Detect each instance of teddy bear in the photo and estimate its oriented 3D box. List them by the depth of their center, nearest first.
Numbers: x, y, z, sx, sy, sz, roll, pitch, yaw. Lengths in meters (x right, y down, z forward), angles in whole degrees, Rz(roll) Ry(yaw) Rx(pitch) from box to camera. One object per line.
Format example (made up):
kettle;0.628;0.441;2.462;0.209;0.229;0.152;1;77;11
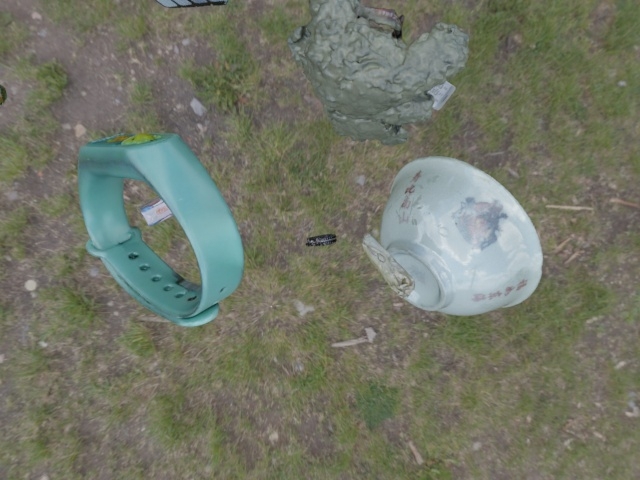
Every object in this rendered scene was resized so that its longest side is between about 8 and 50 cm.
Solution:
teddy bear;0.093;-0.350;1.135;0.357;0.367;0.225;27;77;2

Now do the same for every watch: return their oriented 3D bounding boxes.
watch;-0.175;-0.016;0.549;0.068;0.236;0.195;-32;121;-41

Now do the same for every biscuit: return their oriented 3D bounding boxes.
biscuit;0.000;0.000;1.402;0.089;0.087;0.027;-8;94;13

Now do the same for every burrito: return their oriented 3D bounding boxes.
burrito;0.135;0.053;1.069;0.041;0.055;0.149;-28;66;-29

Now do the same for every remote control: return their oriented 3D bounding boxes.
remote control;0.375;-0.606;1.991;0.312;0.055;0.109;21;120;-32

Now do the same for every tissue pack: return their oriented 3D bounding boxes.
tissue pack;-0.499;-0.102;1.640;0.115;0.155;0.065;-30;107;-14

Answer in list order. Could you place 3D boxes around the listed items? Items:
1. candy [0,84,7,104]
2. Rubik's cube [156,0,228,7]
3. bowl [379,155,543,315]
candy;-0.721;-0.377;1.127;0.061;0.203;0.061;9;45;-9
Rubik's cube;-0.220;-0.459;0.789;0.154;0.155;0.151;16;88;35
bowl;0.276;0.039;1.246;0.196;0.435;0.435;-39;88;-28
